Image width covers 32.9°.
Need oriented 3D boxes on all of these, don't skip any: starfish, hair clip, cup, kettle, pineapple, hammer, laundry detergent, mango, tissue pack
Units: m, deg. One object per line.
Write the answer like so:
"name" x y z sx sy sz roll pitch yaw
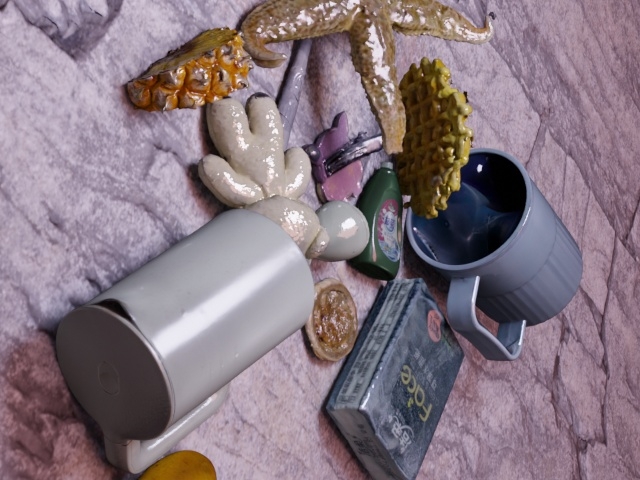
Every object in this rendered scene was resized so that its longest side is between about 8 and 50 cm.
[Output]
"starfish" 0.086 -0.330 1.806 0.432 0.082 0.324 25 67 -23
"hair clip" 0.042 -0.140 1.913 0.187 0.056 0.146 -39 119 -38
"cup" 0.362 0.032 2.124 0.311 0.256 0.331 40 27 -47
"kettle" -0.188 0.127 1.483 0.205 0.265 0.318 46 41 6
"pineapple" -0.161 -0.246 1.569 0.233 0.135 0.079 -45 123 -47
"hammer" -0.027 -0.298 1.831 0.152 0.044 0.427 34 61 -46
"laundry detergent" 0.113 -0.040 1.985 0.137 0.063 0.211 32 60 -50
"mango" -0.209 0.375 1.480 0.227 0.109 0.147 -45 125 -58
"tissue pack" 0.141 0.254 1.962 0.228 0.103 0.316 58 45 -32

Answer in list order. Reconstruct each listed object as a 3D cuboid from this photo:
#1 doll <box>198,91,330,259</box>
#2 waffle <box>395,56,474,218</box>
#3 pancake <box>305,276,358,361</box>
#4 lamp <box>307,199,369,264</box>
"doll" -0.096 -0.091 1.678 0.149 0.175 0.278 123 -45 -83
"waffle" 0.198 -0.189 1.994 0.060 0.262 0.280 -1 129 -22
"pancake" 0.019 0.139 1.871 0.151 0.025 0.152 7 81 -55
"lamp" 0.000 0.000 1.804 0.193 0.106 0.106 -28 110 -40
